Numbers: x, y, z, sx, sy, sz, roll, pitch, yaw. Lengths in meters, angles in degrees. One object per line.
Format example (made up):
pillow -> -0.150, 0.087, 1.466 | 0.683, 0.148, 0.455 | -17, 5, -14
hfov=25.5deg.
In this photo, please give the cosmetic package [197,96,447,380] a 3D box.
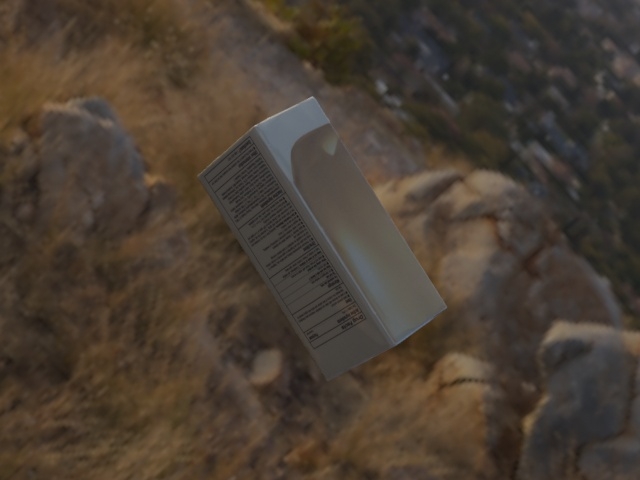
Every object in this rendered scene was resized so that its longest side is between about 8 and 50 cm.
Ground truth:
cosmetic package -> 0.000, 0.000, 0.643 | 0.041, 0.060, 0.115 | -31, 89, -39
